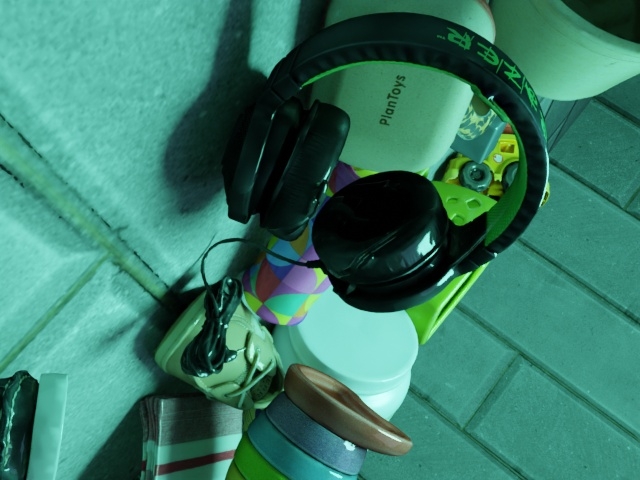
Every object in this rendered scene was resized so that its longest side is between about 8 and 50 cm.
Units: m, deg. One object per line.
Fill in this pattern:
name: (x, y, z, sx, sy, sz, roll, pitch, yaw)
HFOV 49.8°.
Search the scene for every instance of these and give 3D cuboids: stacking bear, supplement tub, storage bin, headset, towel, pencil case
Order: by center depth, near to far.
headset: (0.008, -0.013, 0.604, 0.394, 0.243, 0.185, -35, -154, 40)
pencil case: (0.000, 0.000, 0.815, 0.236, 0.104, 0.104, -50, 168, 29)
stacking bear: (-0.049, 0.317, 0.869, 0.164, 0.175, 0.289, 34, 88, -41)
towel: (-0.172, 0.368, 0.910, 0.237, 0.037, 0.329, 28, 62, -67)
supplement tub: (0.008, 0.248, 1.170, 0.241, 0.241, 0.331, -37, 158, -46)
storage bin: (0.278, -0.204, 1.250, 0.098, 0.091, 0.135, -45, 162, -27)

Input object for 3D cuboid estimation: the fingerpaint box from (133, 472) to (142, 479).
fingerpaint box: (-0.265, 0.565, 1.216, 0.445, 0.163, 0.371, -56, 164, 12)

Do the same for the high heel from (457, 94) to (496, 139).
high heel: (0.229, -0.232, 1.025, 0.261, 0.093, 0.186, -34, 164, -28)

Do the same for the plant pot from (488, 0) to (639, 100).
plant pot: (0.344, -0.322, 0.839, 0.334, 0.334, 0.305, -51, 176, -6)

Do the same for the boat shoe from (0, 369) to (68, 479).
boat shoe: (-0.269, 0.202, 0.553, 0.114, 0.091, 0.303, -105, -147, -49)

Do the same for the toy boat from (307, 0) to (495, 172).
toy boat: (0.073, -0.177, 0.674, 0.231, 0.151, 0.151, 106, -4, -52)

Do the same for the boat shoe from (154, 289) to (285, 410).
boat shoe: (-0.103, 0.148, 0.869, 0.122, 0.110, 0.341, -51, 165, -8)

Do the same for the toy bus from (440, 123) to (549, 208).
toy bus: (0.375, -0.174, 1.492, 0.149, 0.220, 0.212, 93, 4, -74)

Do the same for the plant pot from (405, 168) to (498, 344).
plant pot: (0.177, 0.017, 1.219, 0.228, 0.207, 0.227, -48, 165, -18)
